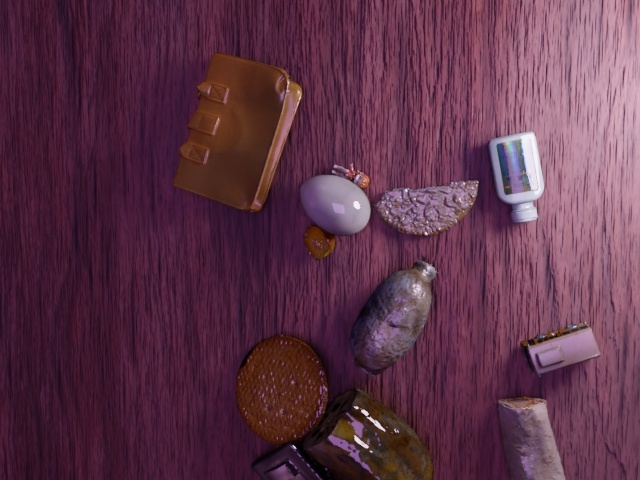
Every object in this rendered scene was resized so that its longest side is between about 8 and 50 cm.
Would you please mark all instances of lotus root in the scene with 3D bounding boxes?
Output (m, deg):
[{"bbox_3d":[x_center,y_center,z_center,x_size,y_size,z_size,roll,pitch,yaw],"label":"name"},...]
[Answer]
[{"bbox_3d":[0.148,0.581,1.769,0.346,0.250,0.250,42,100,3],"label":"lotus root"},{"bbox_3d":[0.192,0.204,1.763,0.175,0.175,0.350,30,96,7],"label":"lotus root"}]

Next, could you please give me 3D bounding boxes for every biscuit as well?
[{"bbox_3d":[0.290,-0.081,1.787,0.289,0.038,0.141,-6,94,12],"label":"biscuit"},{"bbox_3d":[-0.110,0.421,1.855,0.305,0.038,0.305,-6,77,26],"label":"biscuit"}]

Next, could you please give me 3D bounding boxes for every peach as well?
[{"bbox_3d":[0.001,0.001,1.836,0.098,0.061,0.098,13,110,38],"label":"peach"}]

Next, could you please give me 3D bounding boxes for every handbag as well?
[{"bbox_3d":[-0.237,-0.300,1.825,0.283,0.133,0.401,20,97,13],"label":"handbag"}]

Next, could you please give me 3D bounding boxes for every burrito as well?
[{"bbox_3d":[0.567,0.571,1.758,0.143,0.105,0.299,-13,90,7],"label":"burrito"}]

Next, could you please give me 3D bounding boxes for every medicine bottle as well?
[{"bbox_3d":[0.516,-0.162,1.718,0.121,0.083,0.229,-10,93,8],"label":"medicine bottle"}]

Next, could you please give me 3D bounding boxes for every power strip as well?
[{"bbox_3d":[-0.050,0.681,1.862,0.251,0.092,0.257,43,138,-2],"label":"power strip"}]

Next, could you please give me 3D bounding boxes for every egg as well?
[{"bbox_3d":[0.037,-0.099,1.775,0.209,0.151,0.151,34,100,13],"label":"egg"}]

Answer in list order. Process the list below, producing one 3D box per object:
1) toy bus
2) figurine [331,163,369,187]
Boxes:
[{"bbox_3d":[0.628,0.287,1.722,0.182,0.103,0.091,-20,90,12],"label":"toy bus"},{"bbox_3d":[0.085,-0.180,1.815,0.109,0.047,0.064,25,106,17],"label":"figurine"}]
